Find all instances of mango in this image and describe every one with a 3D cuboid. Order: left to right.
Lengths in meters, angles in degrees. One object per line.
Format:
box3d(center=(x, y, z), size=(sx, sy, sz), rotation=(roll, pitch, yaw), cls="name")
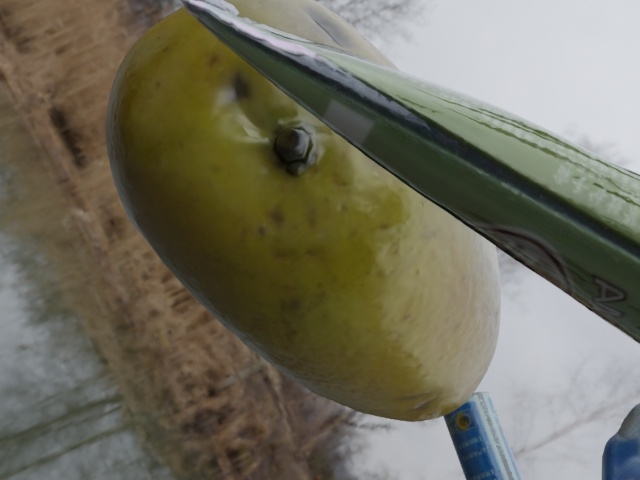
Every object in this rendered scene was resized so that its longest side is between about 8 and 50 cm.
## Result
box3d(center=(0.000, 0.000, 0.684), size=(0.253, 0.182, 0.365), rotation=(44, -12, 43), cls="mango")

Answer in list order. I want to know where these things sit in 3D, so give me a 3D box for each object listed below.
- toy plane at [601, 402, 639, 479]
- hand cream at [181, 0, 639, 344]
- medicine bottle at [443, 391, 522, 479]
box3d(center=(0.167, 0.159, 0.325), size=(0.122, 0.267, 0.267), rotation=(45, 10, -40), cls="toy plane")
box3d(center=(0.053, -0.027, 0.364), size=(0.235, 0.055, 0.086), rotation=(29, 9, 2), cls="hand cream")
box3d(center=(0.164, 0.234, 0.953), size=(0.051, 0.051, 0.191), rotation=(75, -3, -70), cls="medicine bottle")
